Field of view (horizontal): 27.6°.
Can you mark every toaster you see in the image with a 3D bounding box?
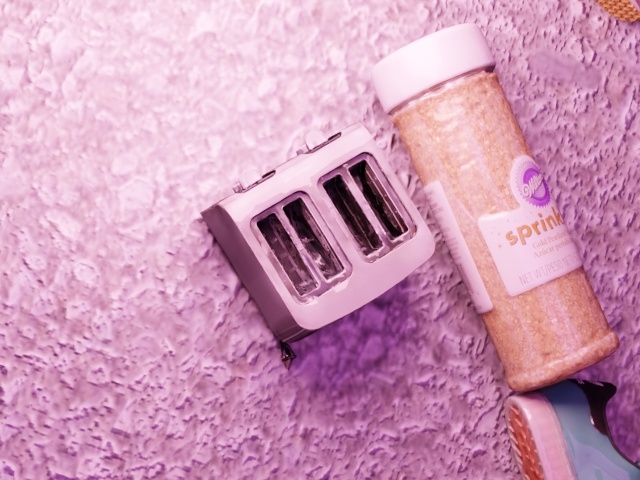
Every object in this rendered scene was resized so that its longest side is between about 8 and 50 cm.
[{"bbox_3d":[0.000,0.000,1.250,0.168,0.110,0.185,-31,89,-16],"label":"toaster"}]

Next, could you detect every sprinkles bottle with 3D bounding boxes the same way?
[{"bbox_3d":[0.172,-0.033,1.293,0.121,0.121,0.355,-23,87,-16],"label":"sprinkles bottle"}]

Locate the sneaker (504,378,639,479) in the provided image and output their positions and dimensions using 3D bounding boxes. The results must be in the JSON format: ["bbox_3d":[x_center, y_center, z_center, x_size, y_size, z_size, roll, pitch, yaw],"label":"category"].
[{"bbox_3d":[0.284,0.281,1.272,0.121,0.108,0.302,-15,83,-11],"label":"sneaker"}]

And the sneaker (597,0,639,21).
[{"bbox_3d":[0.308,-0.324,1.402,0.084,0.069,0.185,-39,92,-11],"label":"sneaker"}]
